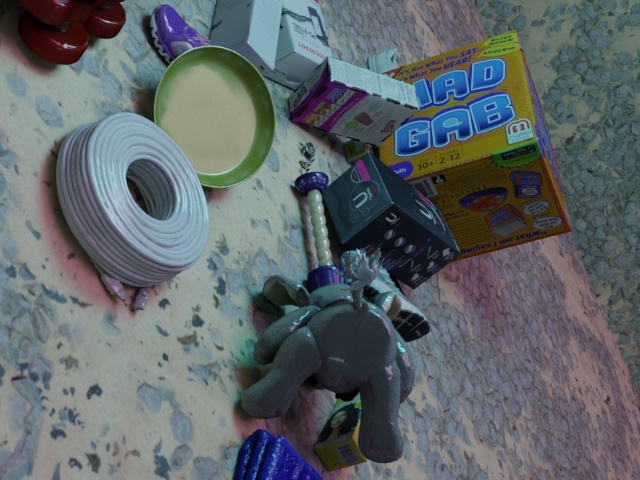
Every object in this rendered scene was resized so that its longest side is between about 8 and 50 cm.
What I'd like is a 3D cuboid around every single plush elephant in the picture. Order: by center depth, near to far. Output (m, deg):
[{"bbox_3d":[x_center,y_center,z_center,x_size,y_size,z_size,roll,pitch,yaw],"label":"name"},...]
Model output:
[{"bbox_3d":[0.023,0.170,1.514,0.255,0.271,0.330,170,-66,-84],"label":"plush elephant"}]

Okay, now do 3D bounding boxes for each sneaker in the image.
[{"bbox_3d":[-0.205,-0.325,1.601,0.236,0.104,0.095,55,32,-18],"label":"sneaker"},{"bbox_3d":[0.134,0.113,1.855,0.283,0.110,0.122,42,32,-40],"label":"sneaker"},{"bbox_3d":[0.188,-0.409,2.347,0.080,0.094,0.212,18,54,-56],"label":"sneaker"}]

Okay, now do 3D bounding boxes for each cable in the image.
[{"bbox_3d":[-0.269,-0.062,1.308,0.257,0.089,0.257,55,30,-20],"label":"cable"}]

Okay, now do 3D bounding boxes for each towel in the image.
[{"bbox_3d":[-0.019,0.453,1.370,0.308,0.076,0.228,48,32,-31],"label":"towel"}]

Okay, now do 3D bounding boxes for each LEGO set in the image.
[{"bbox_3d":[-0.022,-0.183,1.891,0.054,0.023,0.083,34,42,-45],"label":"LEGO set"}]

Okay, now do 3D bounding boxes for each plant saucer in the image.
[{"bbox_3d":[-0.184,-0.209,1.531,0.241,0.037,0.241,0,91,-37],"label":"plant saucer"}]

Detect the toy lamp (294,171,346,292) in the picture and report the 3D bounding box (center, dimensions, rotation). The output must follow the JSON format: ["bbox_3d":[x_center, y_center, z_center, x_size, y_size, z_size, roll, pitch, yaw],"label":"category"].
[{"bbox_3d":[0.000,0.000,1.742,0.080,0.080,0.275,26,45,-50],"label":"toy lamp"}]

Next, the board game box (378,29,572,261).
[{"bbox_3d":[0.363,-0.211,2.157,0.356,0.356,0.356,53,28,-47],"label":"board game box"}]

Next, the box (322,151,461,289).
[{"bbox_3d":[0.153,-0.038,1.914,0.270,0.143,0.165,32,27,-43],"label":"box"}]

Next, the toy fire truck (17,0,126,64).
[{"bbox_3d":[-0.390,-0.422,1.319,0.254,0.169,0.302,41,32,-8],"label":"toy fire truck"}]

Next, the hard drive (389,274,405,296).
[{"bbox_3d":[0.143,0.095,1.969,0.135,0.022,0.094,64,28,-6],"label":"hard drive"}]

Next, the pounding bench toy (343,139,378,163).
[{"bbox_3d":[0.108,-0.209,2.071,0.065,0.083,0.052,21,52,-52],"label":"pounding bench toy"}]

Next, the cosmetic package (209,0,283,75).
[{"bbox_3d":[-0.148,-0.404,1.746,0.085,0.117,0.231,44,34,-35],"label":"cosmetic package"}]

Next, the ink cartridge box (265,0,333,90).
[{"bbox_3d":[-0.069,-0.459,1.936,0.172,0.100,0.237,13,58,-56],"label":"ink cartridge box"}]

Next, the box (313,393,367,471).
[{"bbox_3d":[0.069,0.312,1.616,0.058,0.087,0.232,59,28,-14],"label":"box"}]

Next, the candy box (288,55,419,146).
[{"bbox_3d":[0.071,-0.293,1.918,0.233,0.159,0.071,13,57,-32],"label":"candy box"}]
